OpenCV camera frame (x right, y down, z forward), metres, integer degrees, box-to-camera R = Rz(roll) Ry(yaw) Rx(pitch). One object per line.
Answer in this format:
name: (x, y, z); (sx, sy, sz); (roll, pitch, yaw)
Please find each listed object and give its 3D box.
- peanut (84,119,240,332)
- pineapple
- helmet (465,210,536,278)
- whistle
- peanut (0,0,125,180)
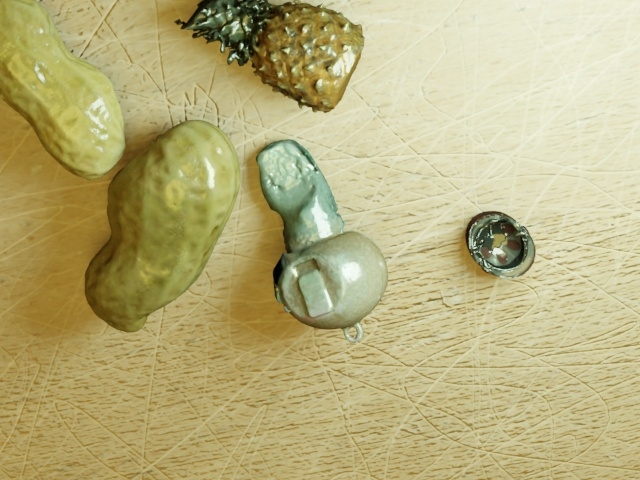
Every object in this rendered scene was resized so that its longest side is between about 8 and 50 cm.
peanut: (-0.260, -0.018, 1.838); (0.192, 0.169, 0.387); (26, 111, -5)
pineapple: (-0.076, -0.305, 1.741); (0.278, 0.158, 0.158); (24, 112, 3)
helmet: (0.290, 0.001, 1.901); (0.123, 0.070, 0.098); (41, 99, -20)
whistle: (0.000, 0.000, 1.875); (0.189, 0.189, 0.348); (-22, 90, 9)
peanut: (-0.410, -0.235, 1.763); (0.149, 0.149, 0.313); (-36, 105, 14)
